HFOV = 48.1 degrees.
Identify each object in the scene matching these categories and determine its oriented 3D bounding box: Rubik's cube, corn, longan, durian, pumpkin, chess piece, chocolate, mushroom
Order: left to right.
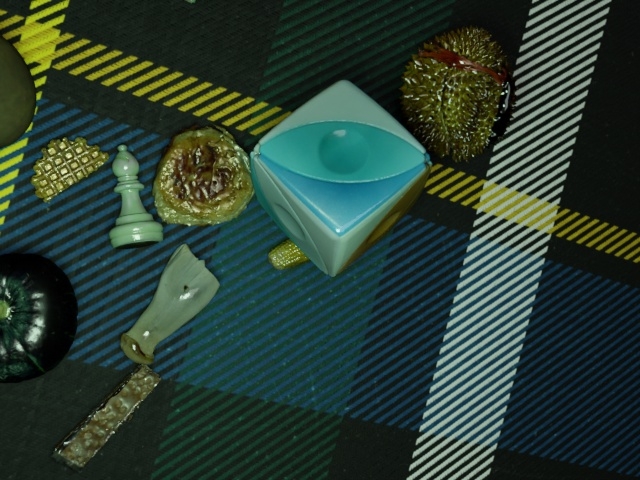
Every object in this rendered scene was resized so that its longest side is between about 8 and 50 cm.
[{"bbox_3d":[-0.825,-0.355,1.665,0.319,0.319,0.319,-1,93,-19],"label":"longan"},{"bbox_3d":[-0.737,0.192,1.745,0.315,0.238,0.315,2,76,-10],"label":"pumpkin"},{"bbox_3d":[-0.566,0.462,1.903,0.329,0.065,0.102,-47,120,-11],"label":"chocolate"},{"bbox_3d":[-0.500,-0.119,1.879,0.139,0.139,0.271,-10,84,-19],"label":"chess piece"},{"bbox_3d":[-0.411,0.177,1.926,0.159,0.122,0.328,35,78,21],"label":"mushroom"},{"bbox_3d":[0.000,0.000,2.061,0.320,0.097,0.097,-24,100,-15],"label":"corn"},{"bbox_3d":[0.046,-0.157,1.886,0.347,0.352,0.351,-41,80,-14],"label":"Rubik's cube"},{"bbox_3d":[0.400,-0.429,2.072,0.347,0.347,0.384,18,78,-19],"label":"durian"}]

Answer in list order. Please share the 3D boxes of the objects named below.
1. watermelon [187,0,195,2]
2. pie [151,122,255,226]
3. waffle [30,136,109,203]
[{"bbox_3d":[-0.395,-0.715,1.905,0.080,0.101,0.155,-16,88,-7],"label":"watermelon"},{"bbox_3d":[-0.307,-0.167,1.951,0.308,0.085,0.308,-1,92,-20],"label":"pie"},{"bbox_3d":[-0.652,-0.178,1.851,0.160,0.046,0.192,23,85,-18],"label":"waffle"}]
